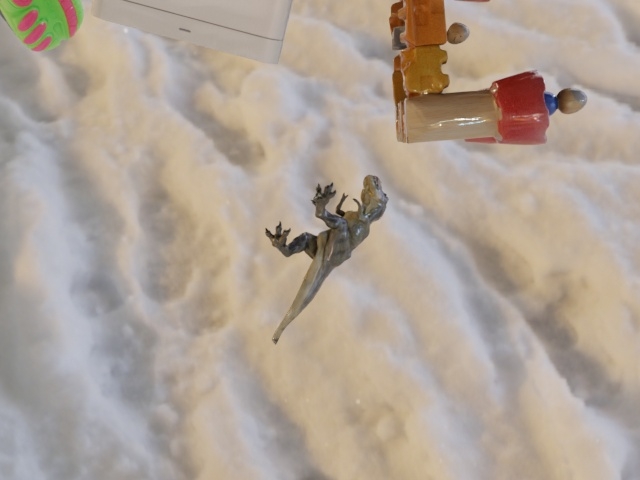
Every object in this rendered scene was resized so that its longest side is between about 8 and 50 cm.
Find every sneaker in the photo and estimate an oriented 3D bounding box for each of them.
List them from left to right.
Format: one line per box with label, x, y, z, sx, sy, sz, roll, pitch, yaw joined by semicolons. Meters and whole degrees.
sneaker;-0.563;-0.537;1.678;0.185;0.482;0.202;-37;61;-23

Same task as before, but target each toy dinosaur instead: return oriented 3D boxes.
toy dinosaur;0.000;0.000;1.249;0.064;0.118;0.268;19;64;46

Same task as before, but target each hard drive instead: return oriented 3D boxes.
hard drive;-0.121;-0.387;1.083;0.233;0.353;0.047;15;35;-3

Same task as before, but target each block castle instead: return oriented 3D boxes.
block castle;0.198;-0.272;1.262;0.213;0.303;0.453;-5;6;3
